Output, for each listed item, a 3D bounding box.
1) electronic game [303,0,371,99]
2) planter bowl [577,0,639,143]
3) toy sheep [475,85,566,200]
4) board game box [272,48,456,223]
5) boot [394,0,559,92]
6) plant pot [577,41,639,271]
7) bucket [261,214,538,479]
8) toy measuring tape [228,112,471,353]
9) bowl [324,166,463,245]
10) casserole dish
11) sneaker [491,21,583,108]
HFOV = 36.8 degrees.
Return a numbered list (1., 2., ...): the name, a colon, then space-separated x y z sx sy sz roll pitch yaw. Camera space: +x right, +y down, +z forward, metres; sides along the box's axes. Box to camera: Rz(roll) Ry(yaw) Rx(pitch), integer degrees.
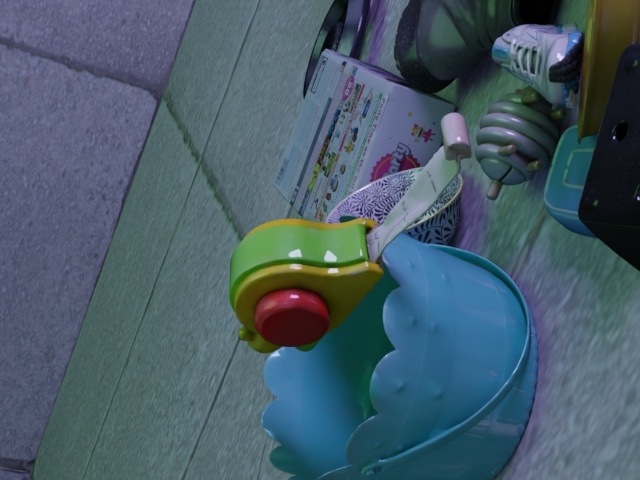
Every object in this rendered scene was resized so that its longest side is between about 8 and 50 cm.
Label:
1. electronic game: 0.027 -0.305 1.550 0.229 0.048 0.229 -163 90 -75
2. planter bowl: 0.270 -0.186 0.806 0.217 0.090 0.217 6 -90 -77
3. toy sheep: 0.198 -0.101 0.971 0.132 0.091 0.091 -60 21 -9
4. board game box: 0.047 -0.126 1.326 0.303 0.097 0.224 -129 57 -65
5. boot: 0.199 -0.354 1.144 0.222 0.118 0.338 -25 59 53
6. plant pot: 0.285 -0.049 0.630 0.187 0.167 0.188 15 88 67
7. bucket: 0.076 0.124 0.977 0.281 0.183 0.281 -46 36 48
8. toy measuring tape: 0.000 0.000 0.850 0.330 0.121 0.121 -53 31 41
9. bowl: 0.097 -0.012 1.119 0.170 0.080 0.170 -20 24 9
10. casserole dish: 0.261 -0.059 0.863 0.188 0.037 0.114 18 93 67
11. sneaker: 0.205 -0.171 0.921 0.191 0.083 0.071 -62 -22 -71
